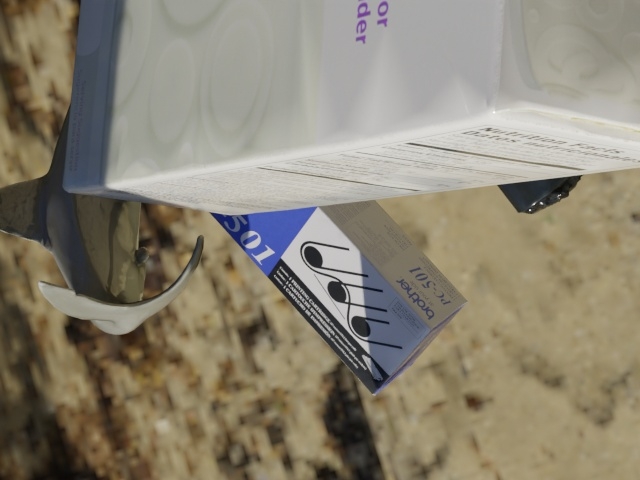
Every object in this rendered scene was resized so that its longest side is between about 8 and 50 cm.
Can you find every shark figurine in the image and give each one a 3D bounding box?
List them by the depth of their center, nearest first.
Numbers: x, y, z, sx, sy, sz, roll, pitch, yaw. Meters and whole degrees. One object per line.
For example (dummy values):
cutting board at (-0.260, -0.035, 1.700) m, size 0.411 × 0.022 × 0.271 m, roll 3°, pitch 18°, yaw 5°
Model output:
shark figurine at (-0.151, -0.005, 1.107) m, size 0.278 × 0.116 × 0.166 m, roll -102°, pitch 25°, yaw -52°

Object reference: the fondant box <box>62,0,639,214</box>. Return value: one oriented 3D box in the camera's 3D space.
fondant box at (0.016, -0.139, 0.694) m, size 0.330 × 0.096 × 0.238 m, roll -5°, pitch 79°, yaw 59°

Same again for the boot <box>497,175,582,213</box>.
boot at (0.105, -0.103, 1.345) m, size 0.207 × 0.246 × 0.094 m, roll 53°, pitch 138°, yaw -5°

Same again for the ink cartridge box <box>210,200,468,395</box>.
ink cartridge box at (0.000, 0.000, 1.285) m, size 0.207 × 0.046 × 0.097 m, roll 48°, pitch 141°, yaw 10°
